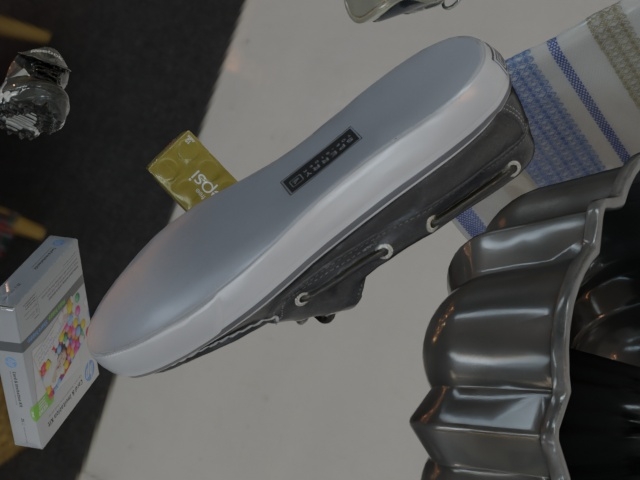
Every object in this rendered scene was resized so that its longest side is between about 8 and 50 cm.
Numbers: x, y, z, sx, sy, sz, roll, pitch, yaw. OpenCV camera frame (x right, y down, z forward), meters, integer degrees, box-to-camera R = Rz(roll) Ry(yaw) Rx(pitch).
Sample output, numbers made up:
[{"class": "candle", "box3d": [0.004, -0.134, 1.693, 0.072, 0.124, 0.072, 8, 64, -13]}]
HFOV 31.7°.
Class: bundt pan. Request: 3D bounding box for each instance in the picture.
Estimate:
[{"class": "bundt pan", "box3d": [0.169, 0.111, 0.689, 0.124, 0.331, 0.331, -3, 71, 40]}]

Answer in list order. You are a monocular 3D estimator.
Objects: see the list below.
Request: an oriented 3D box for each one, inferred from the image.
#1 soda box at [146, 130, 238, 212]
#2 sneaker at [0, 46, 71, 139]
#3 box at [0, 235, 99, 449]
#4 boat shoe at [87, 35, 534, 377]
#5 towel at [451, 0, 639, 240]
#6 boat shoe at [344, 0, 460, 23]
[{"class": "soda box", "box3d": [-0.103, -0.032, 1.202, 0.061, 0.181, 0.058, -44, 11, -5]}, {"class": "sneaker", "box3d": [-0.330, -0.180, 1.304, 0.234, 0.078, 0.106, 2, 71, 67]}, {"class": "box", "box3d": [-0.301, 0.111, 1.234, 0.038, 0.145, 0.186, 7, 120, 14]}, {"class": "boat shoe", "box3d": [0.000, 0.000, 0.521, 0.228, 0.076, 0.080, -38, 32, 2]}, {"class": "towel", "box3d": [0.215, -0.076, 0.841, 0.285, 0.209, 0.034, -27, 34, 27]}, {"class": "boat shoe", "box3d": [0.117, -0.298, 1.253, 0.254, 0.079, 0.095, -18, 89, 62]}]
